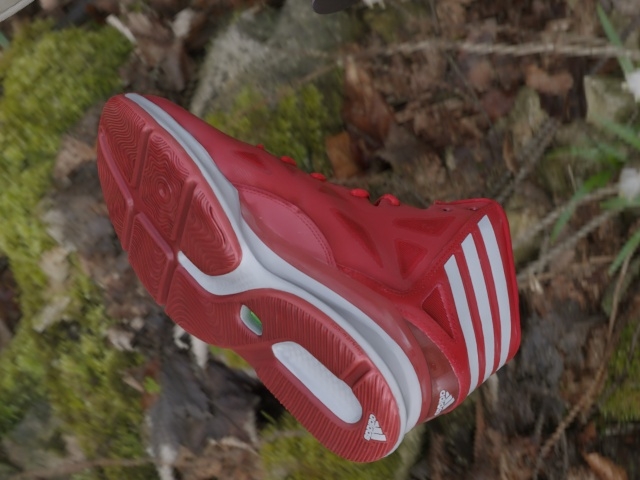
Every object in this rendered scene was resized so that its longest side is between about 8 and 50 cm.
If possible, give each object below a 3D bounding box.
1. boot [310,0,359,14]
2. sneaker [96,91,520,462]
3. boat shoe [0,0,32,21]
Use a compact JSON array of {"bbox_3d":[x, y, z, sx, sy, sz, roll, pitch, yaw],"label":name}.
[{"bbox_3d":[0.000,-0.239,1.161,0.106,0.037,0.114,-37,60,-21],"label":"boot"},{"bbox_3d":[0.000,0.000,0.663,0.128,0.087,0.221,-21,57,-36],"label":"sneaker"},{"bbox_3d":[-0.128,-0.254,0.886,0.324,0.116,0.097,-38,79,-12],"label":"boat shoe"}]
